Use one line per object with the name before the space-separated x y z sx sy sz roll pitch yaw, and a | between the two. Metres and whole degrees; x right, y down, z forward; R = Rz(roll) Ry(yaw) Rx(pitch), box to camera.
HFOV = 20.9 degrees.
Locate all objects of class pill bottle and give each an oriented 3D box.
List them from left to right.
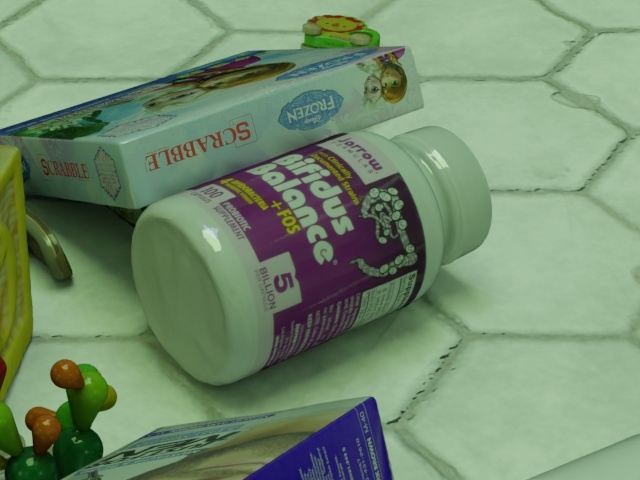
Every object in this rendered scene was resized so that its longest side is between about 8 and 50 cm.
pill bottle | 0.000 0.000 1.528 0.301 0.169 0.169 -23 39 -31

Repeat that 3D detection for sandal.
sandal | -0.295 -0.012 1.655 0.049 0.072 0.180 -35 47 -12

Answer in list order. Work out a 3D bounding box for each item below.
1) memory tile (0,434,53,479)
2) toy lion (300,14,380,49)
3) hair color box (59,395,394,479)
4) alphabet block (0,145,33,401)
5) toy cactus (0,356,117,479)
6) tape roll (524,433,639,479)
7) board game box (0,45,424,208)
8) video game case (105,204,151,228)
memory tile | -0.259 0.191 1.370 0.148 0.012 0.113 17 36 23
toy lion | 0.026 -0.244 2.052 0.100 0.034 0.096 15 27 22
hair color box | -0.095 0.196 1.122 0.185 0.110 0.339 -11 6 24
alphabet block | -0.357 0.037 1.436 0.197 0.192 0.193 3 28 3
toy cactus | -0.189 0.178 1.270 0.112 0.219 0.180 -7 70 16
tape roll | 0.204 0.259 1.010 0.100 0.286 0.286 -17 36 -27
board game box | -0.118 -0.117 1.689 0.318 0.066 0.318 -22 16 -29
video game case | -0.063 -0.045 1.715 0.232 0.042 0.210 -22 36 -31
